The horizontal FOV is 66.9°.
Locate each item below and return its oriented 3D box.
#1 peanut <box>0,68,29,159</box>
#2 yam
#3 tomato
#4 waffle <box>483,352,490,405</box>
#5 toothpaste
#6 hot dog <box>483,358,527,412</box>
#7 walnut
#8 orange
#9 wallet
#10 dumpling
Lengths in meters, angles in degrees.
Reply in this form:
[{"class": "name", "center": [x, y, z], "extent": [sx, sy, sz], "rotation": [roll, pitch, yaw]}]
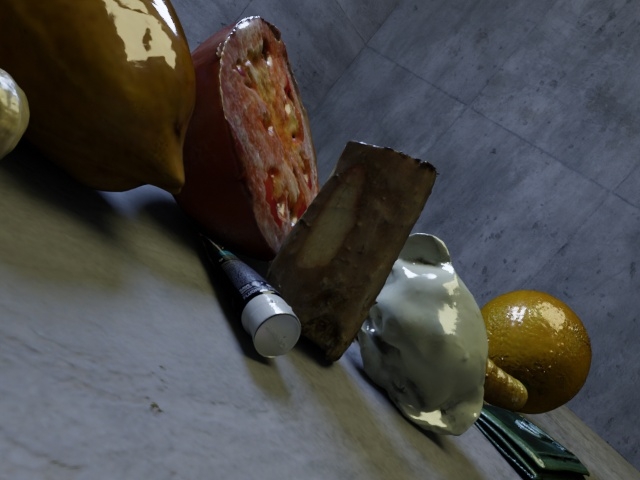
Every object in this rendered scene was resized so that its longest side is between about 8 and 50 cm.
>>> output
[{"class": "peanut", "center": [-0.263, -0.110, 0.323], "extent": [0.187, 0.082, 0.082], "rotation": [42, 8, 20]}, {"class": "yam", "center": [0.027, 0.004, 0.550], "extent": [0.128, 0.238, 0.129], "rotation": [28, 1, 28]}, {"class": "tomato", "center": [-0.111, -0.120, 0.655], "extent": [0.338, 0.143, 0.339], "rotation": [-8, 90, -73]}, {"class": "waffle", "center": [0.316, 0.302, 0.995], "extent": [0.023, 0.097, 0.153], "rotation": [32, 43, -54]}, {"class": "toothpaste", "center": [-0.076, 0.047, 0.494], "extent": [0.071, 0.045, 0.193], "rotation": [45, -3, -36]}, {"class": "hot dog", "center": [0.271, 0.229, 0.925], "extent": [0.285, 0.088, 0.061], "rotation": [33, 16, 1]}, {"class": "walnut", "center": [-0.219, -0.167, 0.448], "extent": [0.336, 0.209, 0.209], "rotation": [48, 10, 16]}, {"class": "orange", "center": [0.462, 0.247, 1.089], "extent": [0.274, 0.274, 0.274], "rotation": [39, 8, -6]}, {"class": "wallet", "center": [0.348, 0.340, 0.816], "extent": [0.236, 0.055, 0.160], "rotation": [32, 4, -40]}, {"class": "dumpling", "center": [0.123, 0.115, 0.608], "extent": [0.132, 0.162, 0.250], "rotation": [71, 8, -70]}]
